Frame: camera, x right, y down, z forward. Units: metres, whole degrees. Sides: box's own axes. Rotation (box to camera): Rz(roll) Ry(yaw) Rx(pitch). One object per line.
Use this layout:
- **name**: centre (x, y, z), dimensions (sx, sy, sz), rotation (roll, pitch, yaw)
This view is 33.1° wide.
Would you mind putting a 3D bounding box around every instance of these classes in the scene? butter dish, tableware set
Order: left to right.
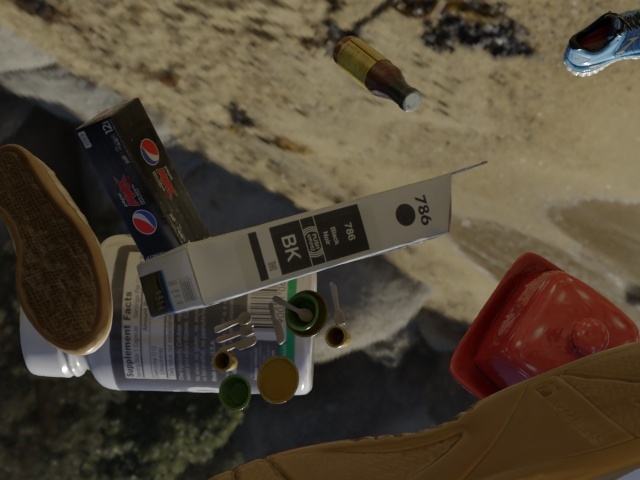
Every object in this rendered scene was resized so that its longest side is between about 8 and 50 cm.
- **tableware set**: centre (-0.042, 0.108, 1.077), dimensions (0.024, 0.154, 0.104), rotation (24, -131, -63)
- **butter dish**: centre (0.231, 0.099, 1.004), dimensions (0.160, 0.160, 0.118), rotation (37, 161, 0)

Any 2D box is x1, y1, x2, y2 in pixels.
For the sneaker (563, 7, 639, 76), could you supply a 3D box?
- **sneaker**: centre (0.393, -0.267, 1.391), dimensions (0.073, 0.162, 0.063), rotation (49, -162, -66)

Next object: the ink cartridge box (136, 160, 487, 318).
- **ink cartridge box**: centre (0.000, 0.000, 1.062), dimensions (0.165, 0.333, 0.065), rotation (-19, 88, 65)

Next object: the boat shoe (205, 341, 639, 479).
- **boat shoe**: centre (0.041, 0.124, 0.393), dimensions (0.098, 0.277, 0.096), rotation (-119, 13, -70)

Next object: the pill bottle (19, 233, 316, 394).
- **pill bottle**: centre (-0.187, 0.094, 1.396), dimensions (0.361, 0.204, 0.204), rotation (2, 175, 1)

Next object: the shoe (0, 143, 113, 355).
- **shoe**: centre (-0.211, 0.007, 0.871), dimensions (0.219, 0.076, 0.058), rotation (58, -172, 34)

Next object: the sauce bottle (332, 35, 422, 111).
- **sauce bottle**: centre (0.062, -0.179, 1.170), dimensions (0.042, 0.042, 0.128), rotation (36, -171, -48)

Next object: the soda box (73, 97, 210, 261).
- **soda box**: centre (-0.182, -0.057, 1.114), dimensions (0.169, 0.053, 0.060), rotation (65, -150, -17)
